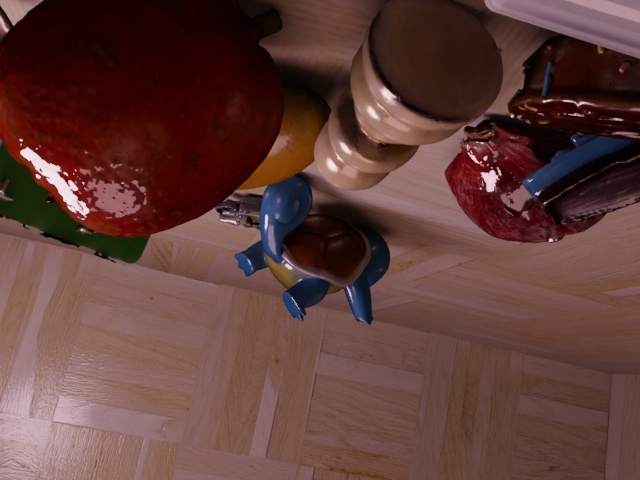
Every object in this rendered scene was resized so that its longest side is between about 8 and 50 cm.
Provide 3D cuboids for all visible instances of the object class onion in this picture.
[{"bbox_3d":[0.279,-0.069,0.865,0.227,0.120,0.284,-10,155,44],"label":"onion"}]

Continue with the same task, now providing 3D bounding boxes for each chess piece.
[{"bbox_3d":[0.067,-0.136,0.671,0.143,0.142,0.261,15,159,-16],"label":"chess piece"}]

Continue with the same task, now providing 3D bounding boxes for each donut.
[{"bbox_3d":[0.296,-0.135,0.550,0.235,0.089,0.235,8,-171,-1],"label":"donut"}]

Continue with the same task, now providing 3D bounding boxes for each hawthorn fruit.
[{"bbox_3d":[-0.167,-0.149,0.632,0.307,0.265,0.265,-29,167,-7],"label":"hawthorn fruit"}]

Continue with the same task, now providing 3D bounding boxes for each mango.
[{"bbox_3d":[-0.105,-0.142,0.835,0.255,0.139,0.175,1,167,12],"label":"mango"}]

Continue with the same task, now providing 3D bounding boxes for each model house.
[{"bbox_3d":[-0.473,-0.143,1.078,0.313,0.242,0.358,22,175,33],"label":"model house"}]

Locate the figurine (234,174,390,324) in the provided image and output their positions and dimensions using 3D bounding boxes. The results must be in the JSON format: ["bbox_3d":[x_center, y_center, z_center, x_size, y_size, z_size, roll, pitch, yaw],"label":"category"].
[{"bbox_3d":[-0.023,0.032,1.270,0.298,0.243,0.416,26,177,39],"label":"figurine"}]

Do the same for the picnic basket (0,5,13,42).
[{"bbox_3d":[-0.426,-0.215,0.558,0.291,0.254,0.321,9,152,13],"label":"picnic basket"}]

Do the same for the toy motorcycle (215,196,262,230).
[{"bbox_3d":[-0.132,-0.055,1.343,0.194,0.061,0.124,1,158,7],"label":"toy motorcycle"}]

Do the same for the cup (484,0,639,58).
[{"bbox_3d":[0.222,-0.214,0.354,0.202,0.221,0.167,14,-160,0],"label":"cup"}]

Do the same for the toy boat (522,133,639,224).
[{"bbox_3d":[0.351,-0.098,0.713,0.223,0.097,0.100,-26,133,32],"label":"toy boat"}]
